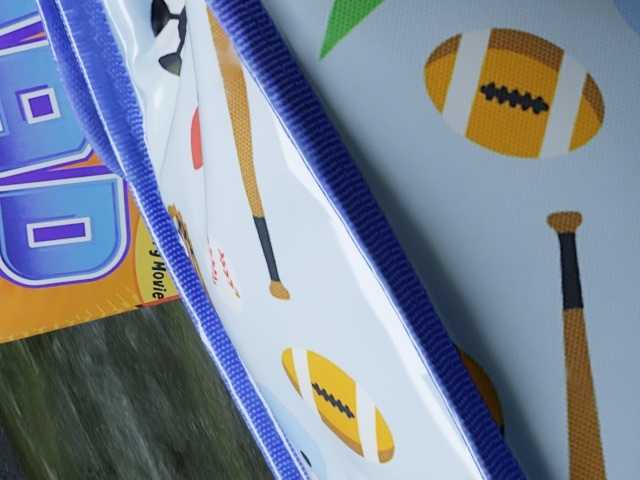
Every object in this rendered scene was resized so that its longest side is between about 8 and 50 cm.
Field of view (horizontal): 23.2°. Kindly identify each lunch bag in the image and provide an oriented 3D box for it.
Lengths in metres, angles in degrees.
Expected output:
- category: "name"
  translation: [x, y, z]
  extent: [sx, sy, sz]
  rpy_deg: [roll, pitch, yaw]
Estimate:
- category: "lunch bag"
  translation: [0.093, -0.069, 0.584]
  extent: [0.385, 0.328, 0.239]
  rpy_deg: [61, 157, 1]

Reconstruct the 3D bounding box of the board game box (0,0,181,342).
- category: "board game box"
  translation: [-0.280, -0.165, 1.082]
  extent: [0.356, 0.356, 0.356]
  rpy_deg: [-112, 10, -56]
